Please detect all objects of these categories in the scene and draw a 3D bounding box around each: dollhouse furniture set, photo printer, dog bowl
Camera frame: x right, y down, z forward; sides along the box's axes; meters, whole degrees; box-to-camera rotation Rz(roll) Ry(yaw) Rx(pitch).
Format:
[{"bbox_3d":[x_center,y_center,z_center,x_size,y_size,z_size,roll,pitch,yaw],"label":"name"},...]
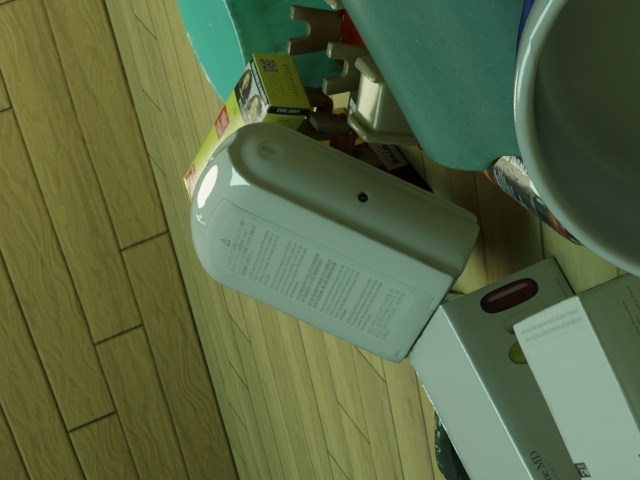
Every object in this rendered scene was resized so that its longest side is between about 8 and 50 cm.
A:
[{"bbox_3d":[0.066,-0.199,1.589,0.259,0.135,0.262,-127,38,-53],"label":"dollhouse furniture set"},{"bbox_3d":[0.000,0.000,1.600,0.307,0.107,0.256,24,148,1],"label":"photo printer"},{"bbox_3d":[0.248,-0.103,0.830,0.104,0.265,0.265,-77,-22,-55],"label":"dog bowl"}]

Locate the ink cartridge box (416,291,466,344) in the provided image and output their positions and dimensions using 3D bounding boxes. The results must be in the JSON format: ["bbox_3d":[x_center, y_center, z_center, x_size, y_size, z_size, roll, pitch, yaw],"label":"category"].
[{"bbox_3d":[0.191,0.153,1.821,0.235,0.056,0.171,-174,63,-75],"label":"ink cartridge box"}]

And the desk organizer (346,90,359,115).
[{"bbox_3d":[0.070,-0.185,1.759,0.130,0.050,0.047,99,146,-64],"label":"desk organizer"}]

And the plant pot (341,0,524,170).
[{"bbox_3d":[0.126,-0.251,0.993,0.334,0.341,0.341,65,167,-20],"label":"plant pot"}]

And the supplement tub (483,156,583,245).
[{"bbox_3d":[0.213,-0.079,1.309,0.198,0.106,0.106,45,153,54],"label":"supplement tub"}]

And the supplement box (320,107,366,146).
[{"bbox_3d":[0.050,-0.074,1.942,0.233,0.078,0.080,59,166,31],"label":"supplement box"}]

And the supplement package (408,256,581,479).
[{"bbox_3d":[0.231,0.187,1.549,0.262,0.145,0.204,63,165,16],"label":"supplement package"}]

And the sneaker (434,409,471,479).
[{"bbox_3d":[0.224,0.283,1.763,0.125,0.139,0.341,-74,-27,-56],"label":"sneaker"}]

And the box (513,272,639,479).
[{"bbox_3d":[0.291,0.125,1.300,0.182,0.119,0.181,66,165,6],"label":"box"}]

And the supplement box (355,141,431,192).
[{"bbox_3d":[0.009,-0.038,1.812,0.130,0.239,0.073,56,159,39],"label":"supplement box"}]

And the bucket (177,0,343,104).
[{"bbox_3d":[-0.064,-0.306,1.798,0.281,0.183,0.281,57,160,33],"label":"bucket"}]

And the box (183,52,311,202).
[{"bbox_3d":[-0.091,-0.116,1.686,0.232,0.058,0.087,-55,44,45],"label":"box"}]
